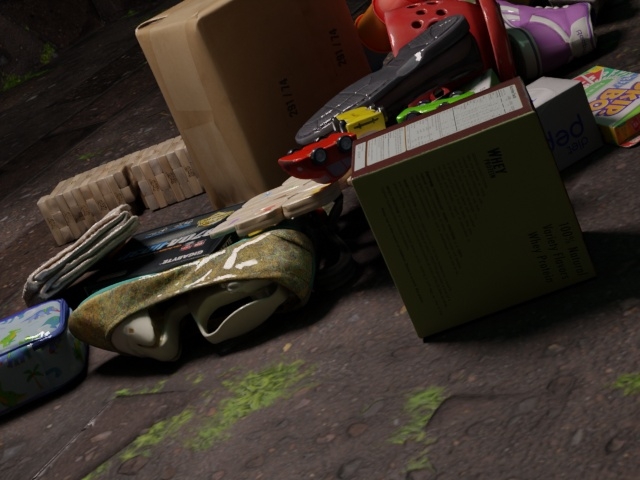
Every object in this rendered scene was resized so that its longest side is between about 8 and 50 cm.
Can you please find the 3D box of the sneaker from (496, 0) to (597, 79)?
[{"bbox_3d":[0.357,-0.340,2.158,0.161,0.102,0.282,-22,29,-4],"label":"sneaker"}]

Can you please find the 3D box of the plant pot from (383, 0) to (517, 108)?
[{"bbox_3d":[0.201,-0.279,2.046,0.174,0.191,0.191,-14,21,4],"label":"plant pot"}]

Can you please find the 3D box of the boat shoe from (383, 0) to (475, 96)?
[{"bbox_3d":[0.218,-0.324,2.284,0.094,0.109,0.302,12,49,39],"label":"boat shoe"}]

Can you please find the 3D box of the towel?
[{"bbox_3d":[-0.358,0.026,1.973,0.187,0.049,0.282,-39,4,-17],"label":"towel"}]

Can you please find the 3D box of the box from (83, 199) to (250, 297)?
[{"bbox_3d":[-0.210,0.024,1.936,0.220,0.051,0.175,-15,21,27],"label":"box"}]

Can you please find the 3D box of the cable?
[{"bbox_3d":[0.000,0.000,1.787,0.139,0.072,0.287,-22,31,-15],"label":"cable"}]

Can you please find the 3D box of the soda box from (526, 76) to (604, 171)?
[{"bbox_3d":[0.214,-0.102,1.700,0.286,0.098,0.091,-30,20,-16],"label":"soda box"}]

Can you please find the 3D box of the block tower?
[{"bbox_3d":[-0.317,-0.098,2.319,0.335,0.091,0.097,-19,20,13],"label":"block tower"}]

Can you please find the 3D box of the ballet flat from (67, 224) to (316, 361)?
[{"bbox_3d":[-0.164,0.088,1.659,0.348,0.123,0.123,-21,20,16],"label":"ballet flat"}]

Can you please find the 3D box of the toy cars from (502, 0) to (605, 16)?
[{"bbox_3d":[0.389,-0.421,2.320,0.176,0.087,0.393,-5,15,-23],"label":"toy cars"}]

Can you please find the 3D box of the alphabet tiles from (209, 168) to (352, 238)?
[{"bbox_3d":[-0.004,-0.077,1.735,0.278,0.021,0.284,-19,11,25],"label":"alphabet tiles"}]

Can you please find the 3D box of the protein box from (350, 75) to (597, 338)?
[{"bbox_3d":[0.162,-0.037,1.437,0.201,0.200,0.136,-21,20,11],"label":"protein box"}]

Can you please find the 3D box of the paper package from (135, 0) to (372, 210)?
[{"bbox_3d":[-0.081,-0.252,2.092,0.309,0.325,0.168,-37,24,-34],"label":"paper package"}]

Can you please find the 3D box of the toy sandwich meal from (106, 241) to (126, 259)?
[{"bbox_3d":[-0.354,0.018,2.160,0.085,0.029,0.085,-20,31,13],"label":"toy sandwich meal"}]

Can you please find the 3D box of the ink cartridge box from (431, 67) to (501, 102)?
[{"bbox_3d":[0.215,-0.183,1.906,0.209,0.062,0.109,-28,17,20],"label":"ink cartridge box"}]

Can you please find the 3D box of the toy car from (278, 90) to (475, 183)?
[{"bbox_3d":[0.088,-0.129,1.626,0.225,0.053,0.239,-12,16,25],"label":"toy car"}]

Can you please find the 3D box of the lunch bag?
[{"bbox_3d":[-0.424,0.164,1.783,0.219,0.090,0.176,-23,16,0],"label":"lunch bag"}]

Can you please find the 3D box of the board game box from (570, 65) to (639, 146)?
[{"bbox_3d":[0.391,-0.182,1.794,0.124,0.039,0.259,-30,23,-11],"label":"board game box"}]

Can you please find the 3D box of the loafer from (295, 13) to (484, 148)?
[{"bbox_3d":[0.107,-0.201,1.898,0.302,0.095,0.109,-38,20,-8],"label":"loafer"}]

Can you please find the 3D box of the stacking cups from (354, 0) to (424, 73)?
[{"bbox_3d":[0.085,-0.320,2.207,0.096,0.096,0.316,-41,-3,-39],"label":"stacking cups"}]
